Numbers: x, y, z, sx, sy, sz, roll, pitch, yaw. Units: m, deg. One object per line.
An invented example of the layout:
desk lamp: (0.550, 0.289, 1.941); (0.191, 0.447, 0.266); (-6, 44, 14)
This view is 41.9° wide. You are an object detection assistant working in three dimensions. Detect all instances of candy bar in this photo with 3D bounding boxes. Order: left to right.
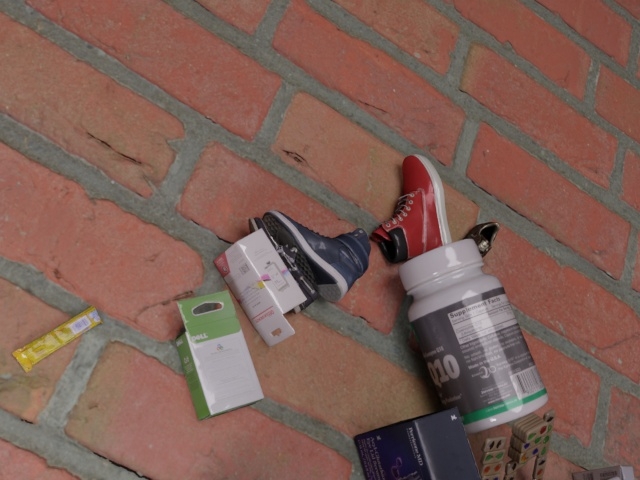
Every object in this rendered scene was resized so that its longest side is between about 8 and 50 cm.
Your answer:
candy bar: (-0.434, 0.161, 1.401); (0.161, 0.018, 0.040); (-35, 93, -36)

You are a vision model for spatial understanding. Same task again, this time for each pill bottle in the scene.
pill bottle: (0.301, 0.193, 1.700); (0.204, 0.204, 0.360); (-13, 76, -34)

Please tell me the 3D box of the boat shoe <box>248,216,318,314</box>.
boat shoe: (-0.073, 0.040, 1.620); (0.065, 0.075, 0.206); (-28, 93, -14)

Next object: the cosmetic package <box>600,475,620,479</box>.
cosmetic package: (0.368, 0.573, 1.502); (0.453, 0.230, 0.161); (-2, 65, -43)

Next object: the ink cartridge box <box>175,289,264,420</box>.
ink cartridge box: (-0.190, 0.204, 1.497); (0.109, 0.062, 0.209); (-12, 76, -33)

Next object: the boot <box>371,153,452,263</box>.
boot: (0.180, -0.072, 1.818); (0.176, 0.088, 0.244); (-4, 75, -30)

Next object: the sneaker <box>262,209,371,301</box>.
sneaker: (0.000, 0.001, 1.684); (0.226, 0.086, 0.163); (46, 47, 3)

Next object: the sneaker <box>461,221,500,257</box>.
sneaker: (0.340, 0.020, 1.877); (0.066, 0.071, 0.188); (43, 55, -8)

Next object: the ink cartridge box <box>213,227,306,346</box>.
ink cartridge box: (-0.104, 0.091, 1.563); (0.067, 0.115, 0.198); (-30, 88, -36)

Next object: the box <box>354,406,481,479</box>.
box: (0.176, 0.404, 1.535); (0.108, 0.207, 0.153); (-9, 74, -33)

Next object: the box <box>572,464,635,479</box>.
box: (0.604, 0.574, 1.750); (0.038, 0.145, 0.186); (9, 65, -26)

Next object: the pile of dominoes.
pile of dominoes: (0.390, 0.456, 1.641); (0.196, 0.040, 0.251); (-18, 124, -30)
